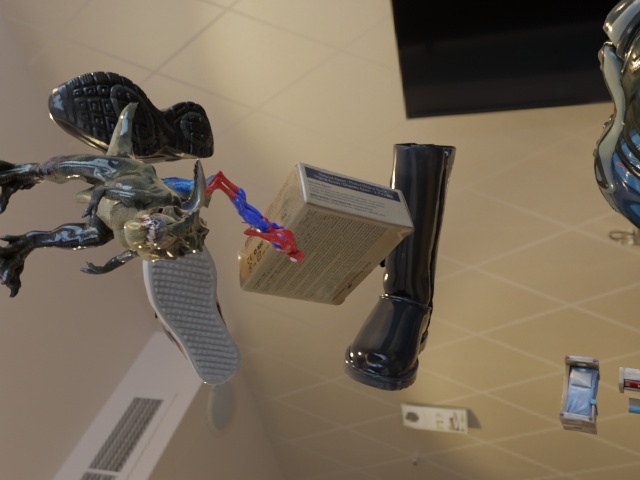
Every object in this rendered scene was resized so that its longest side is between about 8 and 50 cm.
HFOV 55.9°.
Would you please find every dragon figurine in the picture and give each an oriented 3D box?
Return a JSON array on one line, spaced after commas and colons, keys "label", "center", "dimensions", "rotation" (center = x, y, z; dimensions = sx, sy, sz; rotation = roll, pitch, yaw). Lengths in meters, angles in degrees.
[{"label": "dragon figurine", "center": [-0.199, -0.048, 0.702], "dimensions": [0.289, 0.144, 0.085], "rotation": [-174, 95, -78]}]

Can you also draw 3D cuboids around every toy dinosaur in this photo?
[{"label": "toy dinosaur", "center": [-0.153, -0.030, 0.393], "dimensions": [0.268, 0.118, 0.064], "rotation": [-133, 28, -54]}]

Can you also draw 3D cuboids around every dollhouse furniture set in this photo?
[{"label": "dollhouse furniture set", "center": [0.583, 0.316, 1.203], "dimensions": [0.129, 0.184, 0.129], "rotation": [47, -128, -53]}]

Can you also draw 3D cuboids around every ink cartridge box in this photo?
[{"label": "ink cartridge box", "center": [0.000, 0.000, 0.966], "dimensions": [0.193, 0.234, 0.088], "rotation": [12, -133, -29]}]

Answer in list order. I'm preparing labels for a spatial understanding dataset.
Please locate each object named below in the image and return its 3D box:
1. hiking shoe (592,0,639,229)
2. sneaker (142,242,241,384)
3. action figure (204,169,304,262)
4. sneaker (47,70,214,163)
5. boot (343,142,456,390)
[{"label": "hiking shoe", "center": [0.315, -0.074, 0.524], "dimensions": [0.304, 0.113, 0.132], "rotation": [49, -163, -46]}, {"label": "sneaker", "center": [-0.244, 0.107, 1.086], "dimensions": [0.126, 0.127, 0.321], "rotation": [-23, -62, -21]}, {"label": "action figure", "center": [-0.059, -0.017, 0.570], "dimensions": [0.115, 0.030, 0.038], "rotation": [39, -168, -17]}, {"label": "sneaker", "center": [-0.270, -0.148, 0.840], "dimensions": [0.286, 0.130, 0.109], "rotation": [7, -107, -66]}, {"label": "boot", "center": [0.169, 0.028, 1.197], "dimensions": [0.367, 0.146, 0.444], "rotation": [-30, -49, -72]}]
